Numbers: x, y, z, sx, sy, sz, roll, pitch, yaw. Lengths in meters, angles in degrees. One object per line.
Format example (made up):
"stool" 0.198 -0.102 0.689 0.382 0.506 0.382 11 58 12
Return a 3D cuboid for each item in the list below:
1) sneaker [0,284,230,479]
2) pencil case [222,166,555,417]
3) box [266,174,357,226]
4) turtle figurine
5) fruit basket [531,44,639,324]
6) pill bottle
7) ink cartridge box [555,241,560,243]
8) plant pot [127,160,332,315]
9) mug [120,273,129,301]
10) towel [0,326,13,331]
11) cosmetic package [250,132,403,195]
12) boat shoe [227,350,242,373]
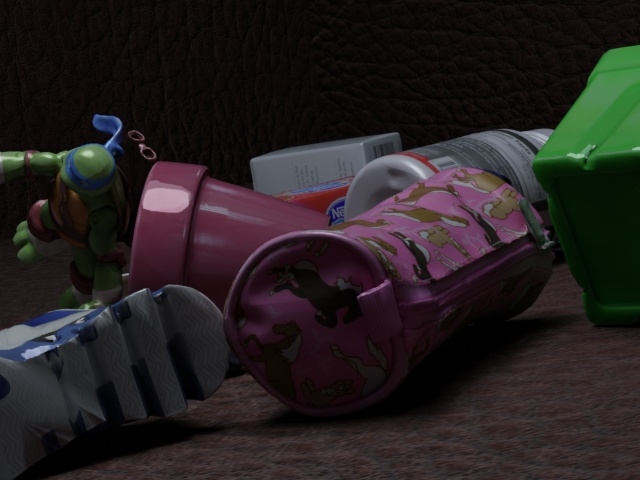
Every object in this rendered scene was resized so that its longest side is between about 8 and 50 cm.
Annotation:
"sneaker" -0.242 0.126 1.422 0.315 0.127 0.182 -14 -3 -22
"pencil case" 0.070 0.036 1.500 0.167 0.160 0.386 -54 -15 25
"box" 0.000 0.000 2.076 0.257 0.128 0.122 -14 7 -35
"turtle figurine" -0.287 0.011 1.771 0.197 0.275 0.266 19 -20 0
"fruit basket" 0.413 -0.097 1.521 0.392 0.283 0.392 -21 15 6
"pill bottle" 0.176 -0.040 1.993 0.161 0.161 0.283 -4 8 45
"ink cartridge box" 0.217 -0.033 2.323 0.330 0.071 0.324 -9 5 25
"plant pot" -0.085 0.029 1.737 0.180 0.201 0.201 6 7 3
"mug" -0.240 0.073 2.135 0.078 0.062 0.064 -4 -3 -7
"towel" -0.325 0.128 1.884 0.329 0.037 0.237 -10 8 15
"cosmetic package" 0.018 -0.067 2.562 0.183 0.151 0.151 -7 6 26
"boat shoe" -0.130 0.113 1.655 0.125 0.038 0.046 -8 -29 16
